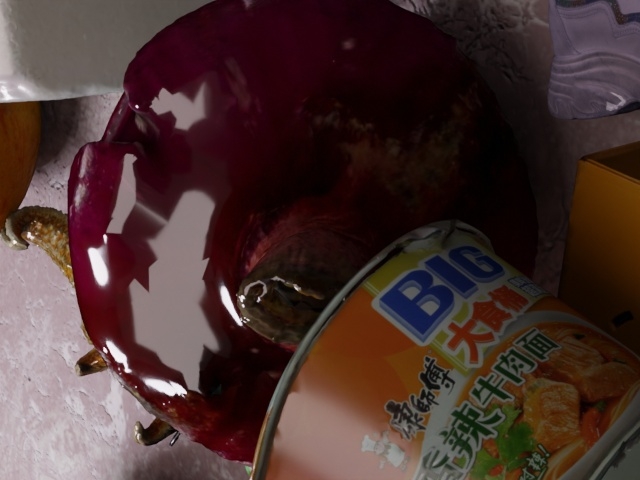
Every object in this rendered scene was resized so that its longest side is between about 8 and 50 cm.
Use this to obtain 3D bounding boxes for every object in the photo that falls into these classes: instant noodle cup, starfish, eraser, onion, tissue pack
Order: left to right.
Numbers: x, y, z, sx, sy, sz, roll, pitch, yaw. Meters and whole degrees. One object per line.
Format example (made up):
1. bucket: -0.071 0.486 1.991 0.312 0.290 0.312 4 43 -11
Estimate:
1. starfish: -0.197 0.065 2.015 0.312 0.113 0.303 -39 73 45
2. eraser: -0.159 -0.224 1.787 0.331 0.331 0.150 9 112 47
3. onion: 0.000 0.000 1.517 0.420 0.398 0.398 -151 50 -77
4. instant noodle cup: 0.118 0.161 1.351 0.214 0.296 0.296 30 125 28
5. tissue pack: 0.284 0.082 1.434 0.194 0.145 0.275 30 125 41

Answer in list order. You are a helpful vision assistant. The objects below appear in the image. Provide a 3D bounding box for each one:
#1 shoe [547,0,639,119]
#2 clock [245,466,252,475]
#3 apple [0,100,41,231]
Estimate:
1. shoe: 0.250 -0.160 1.424 0.245 0.095 0.138 2 108 55
2. clock: 0.010 0.210 1.827 0.231 0.103 0.144 -8 89 49
3. apple: -0.439 -0.105 2.094 0.299 0.299 0.275 33 132 38
